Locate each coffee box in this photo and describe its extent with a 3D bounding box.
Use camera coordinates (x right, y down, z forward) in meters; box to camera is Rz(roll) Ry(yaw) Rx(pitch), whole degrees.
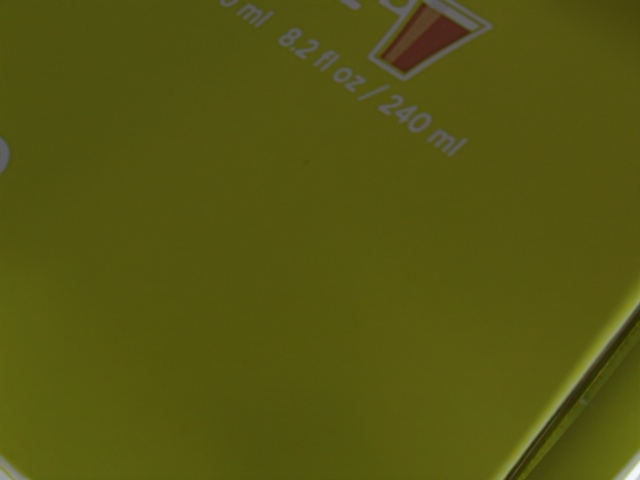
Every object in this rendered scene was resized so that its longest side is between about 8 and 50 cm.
[{"bbox_3d":[0.000,0.000,0.563,0.337,0.334,0.338,36,-116,24],"label":"coffee box"}]
